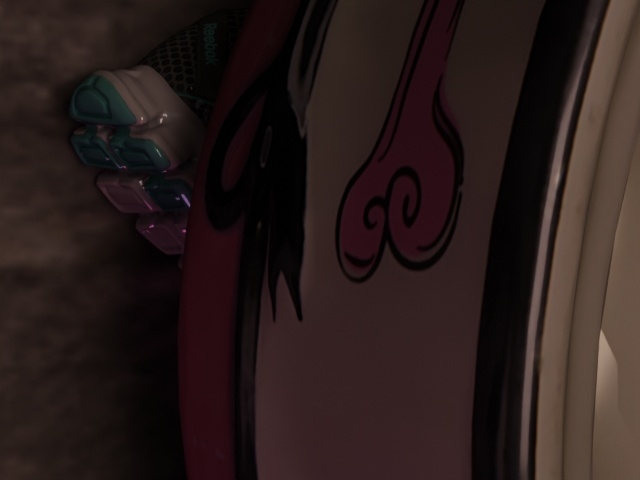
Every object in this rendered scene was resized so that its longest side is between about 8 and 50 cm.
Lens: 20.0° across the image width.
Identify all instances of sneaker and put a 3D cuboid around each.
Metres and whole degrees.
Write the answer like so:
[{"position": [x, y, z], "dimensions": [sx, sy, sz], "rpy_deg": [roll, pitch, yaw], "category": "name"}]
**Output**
[{"position": [0.000, 0.000, 0.552], "dimensions": [0.076, 0.065, 0.166], "rpy_deg": [-44, 114, -24], "category": "sneaker"}]

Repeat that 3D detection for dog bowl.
[{"position": [0.131, 0.023, 0.531], "dimensions": [0.408, 0.150, 0.408], "rpy_deg": [-6, 98, -45], "category": "dog bowl"}]
